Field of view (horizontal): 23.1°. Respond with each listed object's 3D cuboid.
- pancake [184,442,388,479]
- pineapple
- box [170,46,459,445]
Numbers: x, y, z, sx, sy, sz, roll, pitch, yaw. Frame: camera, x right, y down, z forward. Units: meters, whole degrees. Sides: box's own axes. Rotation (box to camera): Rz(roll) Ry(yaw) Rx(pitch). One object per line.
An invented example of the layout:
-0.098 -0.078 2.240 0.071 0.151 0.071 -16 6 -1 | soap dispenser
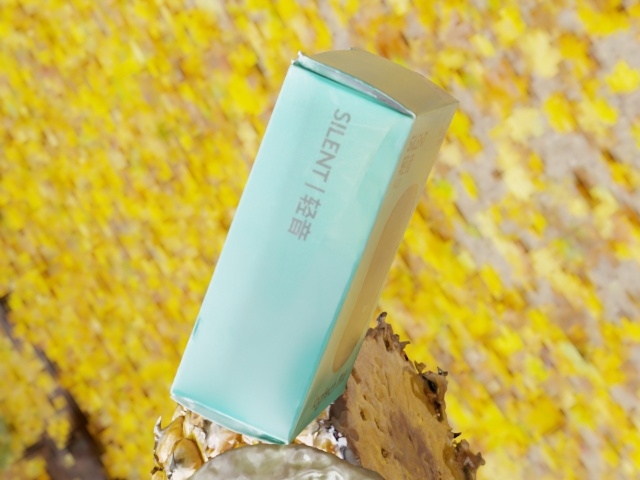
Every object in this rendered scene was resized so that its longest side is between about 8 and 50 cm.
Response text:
-0.022 0.252 1.083 0.242 0.242 0.050 52 -176 18 | pancake
-0.005 0.267 1.677 0.300 0.352 0.352 -26 98 32 | pineapple
0.000 0.000 1.342 0.118 0.311 0.205 23 -167 9 | box
